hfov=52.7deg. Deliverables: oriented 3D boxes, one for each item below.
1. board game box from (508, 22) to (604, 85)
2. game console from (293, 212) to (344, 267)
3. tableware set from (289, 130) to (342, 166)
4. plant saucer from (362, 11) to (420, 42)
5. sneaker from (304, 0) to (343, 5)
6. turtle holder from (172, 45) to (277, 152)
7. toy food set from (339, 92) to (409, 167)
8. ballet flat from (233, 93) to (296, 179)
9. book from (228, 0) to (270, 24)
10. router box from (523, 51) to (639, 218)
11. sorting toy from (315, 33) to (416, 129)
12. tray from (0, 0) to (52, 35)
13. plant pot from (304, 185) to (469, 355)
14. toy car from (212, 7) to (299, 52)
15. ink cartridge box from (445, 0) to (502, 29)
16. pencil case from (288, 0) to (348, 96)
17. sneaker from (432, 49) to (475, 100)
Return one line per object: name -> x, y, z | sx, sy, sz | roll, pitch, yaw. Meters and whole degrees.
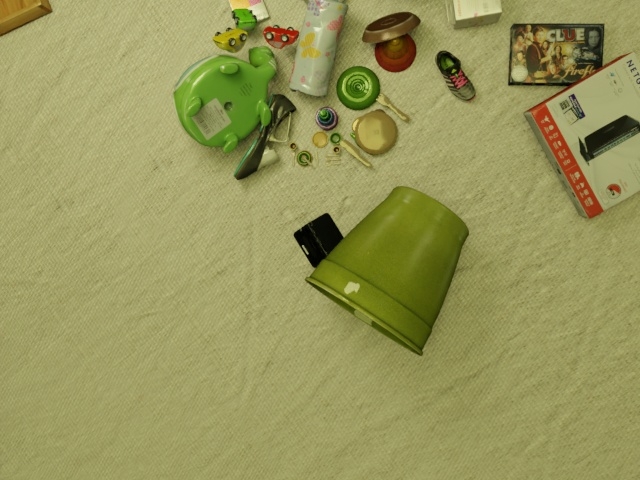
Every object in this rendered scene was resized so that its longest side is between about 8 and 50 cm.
board game box -> 0.647, -0.512, 1.779 | 0.243, 0.042, 0.165 | 2, 92, 7
game console -> 0.000, 0.000, 1.892 | 0.107, 0.071, 0.122 | -34, 86, 37
tableware set -> -0.014, -0.268, 1.881 | 0.154, 0.024, 0.104 | -1, 91, 8
plant saucer -> 0.191, -0.592, 1.780 | 0.168, 0.168, 0.029 | -18, 120, 7
sneaker -> -0.029, -0.787, 1.817 | 0.292, 0.108, 0.169 | 43, 94, -17
turtle holder -> -0.275, -0.425, 1.800 | 0.227, 0.243, 0.320 | 41, 106, 49
toy food set -> 0.156, -0.312, 1.856 | 0.132, 0.038, 0.192 | 40, 91, -2
ballet flat -> -0.152, -0.287, 1.868 | 0.096, 0.095, 0.280 | 26, 95, -6
book -> -0.219, -0.703, 1.894 | 0.096, 0.035, 0.144 | -21, 90, 6
router box -> 0.762, -0.278, 1.727 | 0.301, 0.082, 0.335 | -31, 96, 7
sorting toy -> 0.120, -0.456, 1.809 | 0.365, 0.126, 0.127 | -44, 86, 6
tray -> -0.994, -0.857, 1.972 | 0.203, 0.076, 0.411 | -22, 88, 8
plant pot -> 0.205, 0.058, 1.722 | 0.366, 0.366, 0.353 | 32, 84, 6
toy car -> -0.197, -0.588, 1.808 | 0.239, 0.225, 0.053 | -10, 132, -16
ink cartridge box -> 0.419, -0.648, 1.782 | 0.143, 0.090, 0.092 | -7, 90, 9
pencil case -> -0.004, -0.535, 1.791 | 0.113, 0.124, 0.273 | 23, 113, 22
sneaker -> 0.373, -0.462, 1.800 | 0.063, 0.075, 0.170 | -34, 87, 7
